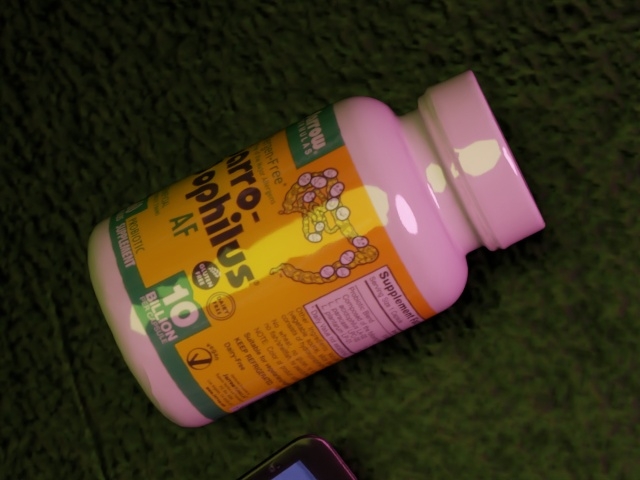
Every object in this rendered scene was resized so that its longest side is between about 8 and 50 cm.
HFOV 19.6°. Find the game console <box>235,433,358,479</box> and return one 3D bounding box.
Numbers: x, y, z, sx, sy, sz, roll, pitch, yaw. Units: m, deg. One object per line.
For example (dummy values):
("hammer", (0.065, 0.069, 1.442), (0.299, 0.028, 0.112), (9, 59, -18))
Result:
("game console", (-0.020, 0.192, 0.916), (0.144, 0.085, 0.124), (-36, 43, 6))

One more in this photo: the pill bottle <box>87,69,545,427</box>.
("pill bottle", (0.000, 0.000, 0.923), (0.208, 0.117, 0.117), (-26, 79, 8))
